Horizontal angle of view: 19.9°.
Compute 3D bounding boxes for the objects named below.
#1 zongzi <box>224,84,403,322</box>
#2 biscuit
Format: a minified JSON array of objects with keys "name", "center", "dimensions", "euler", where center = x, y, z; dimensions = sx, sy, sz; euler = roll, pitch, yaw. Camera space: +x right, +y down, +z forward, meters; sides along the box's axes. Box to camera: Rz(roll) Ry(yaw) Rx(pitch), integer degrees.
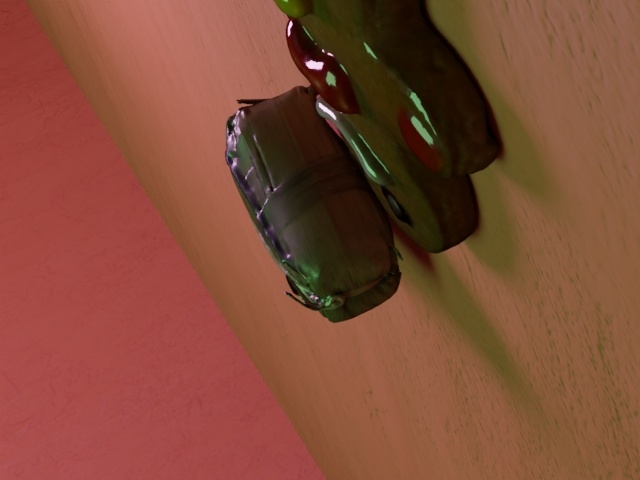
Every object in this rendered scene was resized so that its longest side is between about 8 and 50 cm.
[{"name":"zongzi","center":[0.000,0.000,1.435],"dimensions":[0.197,0.099,0.194],"euler":[79,167,-57]},{"name":"biscuit","center":[0.006,-0.142,1.081],"dimensions":[0.283,0.064,0.432],"euler":[54,168,42]}]
